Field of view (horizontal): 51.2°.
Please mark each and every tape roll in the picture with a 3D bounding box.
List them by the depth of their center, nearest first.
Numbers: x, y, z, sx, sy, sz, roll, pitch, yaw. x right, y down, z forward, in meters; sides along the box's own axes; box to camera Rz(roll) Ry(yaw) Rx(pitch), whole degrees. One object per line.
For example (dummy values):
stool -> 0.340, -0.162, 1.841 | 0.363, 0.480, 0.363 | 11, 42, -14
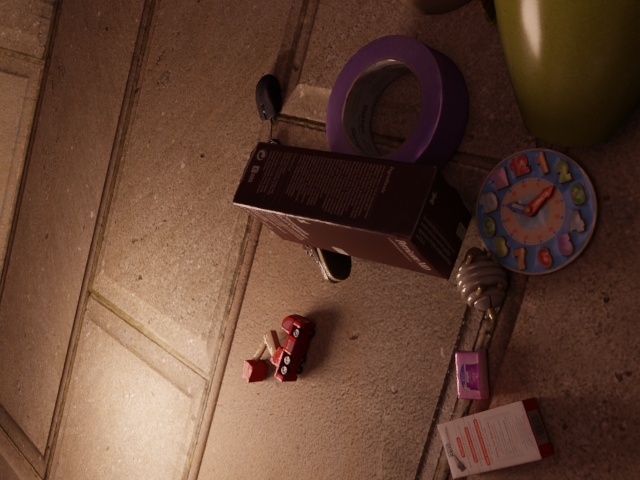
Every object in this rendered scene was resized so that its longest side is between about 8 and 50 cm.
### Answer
tape roll -> 0.139, -0.241, 1.268 | 0.275, 0.090, 0.274 | -6, 82, 42

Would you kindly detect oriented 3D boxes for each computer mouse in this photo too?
computer mouse -> -0.126, -0.271, 1.553 | 0.071, 0.041, 0.242 | -12, 78, 41

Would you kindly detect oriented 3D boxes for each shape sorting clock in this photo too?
shape sorting clock -> 0.344, -0.047, 1.085 | 0.206, 0.040, 0.206 | -6, 81, 43

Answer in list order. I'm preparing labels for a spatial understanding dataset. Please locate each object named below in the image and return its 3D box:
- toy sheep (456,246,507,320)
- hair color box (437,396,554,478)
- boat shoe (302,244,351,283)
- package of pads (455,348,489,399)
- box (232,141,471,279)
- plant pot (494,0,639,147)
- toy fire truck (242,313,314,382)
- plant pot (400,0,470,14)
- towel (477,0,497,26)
toy sheep -> 0.269, 0.070, 1.110 | 0.091, 0.091, 0.132 | -31, 52, 37
hair color box -> 0.283, 0.324, 1.091 | 0.167, 0.053, 0.093 | -29, 67, 36
boat shoe -> -0.001, -0.001, 1.384 | 0.073, 0.080, 0.223 | -45, 52, 38
package of pads -> 0.259, 0.228, 1.138 | 0.050, 0.032, 0.083 | -10, 78, 44
box -> 0.053, -0.058, 1.203 | 0.381, 0.191, 0.143 | 11, 74, 35
plant pot -> 0.362, -0.287, 0.923 | 0.275, 0.275, 0.293 | 41, 153, 38
toy fire truck -> -0.093, 0.239, 1.458 | 0.135, 0.047, 0.192 | 27, 103, 43
plant pot -> 0.181, -0.578, 1.198 | 0.284, 0.191, 0.284 | -7, 80, 43
towel -> 0.247, -0.473, 1.088 | 0.021, 0.237, 0.102 | -10, 39, 38
